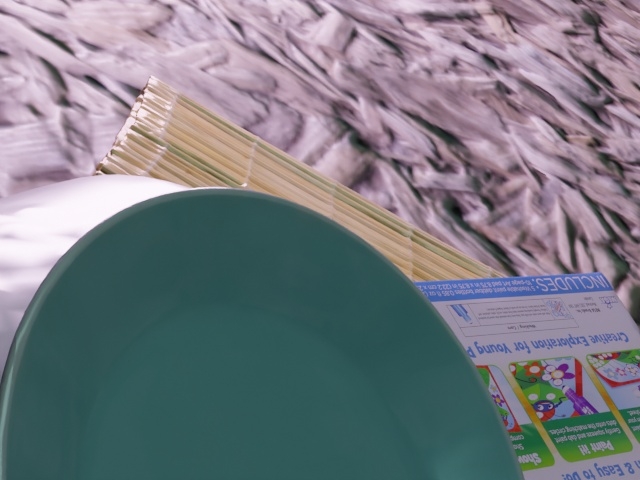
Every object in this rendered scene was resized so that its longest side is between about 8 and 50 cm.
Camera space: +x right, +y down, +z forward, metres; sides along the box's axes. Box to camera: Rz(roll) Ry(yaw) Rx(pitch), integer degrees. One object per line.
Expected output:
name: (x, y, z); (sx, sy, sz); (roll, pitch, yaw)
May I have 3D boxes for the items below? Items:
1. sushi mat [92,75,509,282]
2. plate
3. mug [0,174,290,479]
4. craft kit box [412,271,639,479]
sushi mat: (0.000, 0.000, 1.027); (0.316, 0.019, 0.151); (30, 30, -7)
plate: (-0.010, 0.076, 0.401); (0.188, 0.024, 0.188); (22, 55, -35)
mug: (-0.191, 0.131, 0.475); (0.374, 0.276, 0.328); (24, 28, 32)
craft kit box: (0.151, 0.133, 0.928); (0.250, 0.061, 0.246); (-1, 48, -42)
